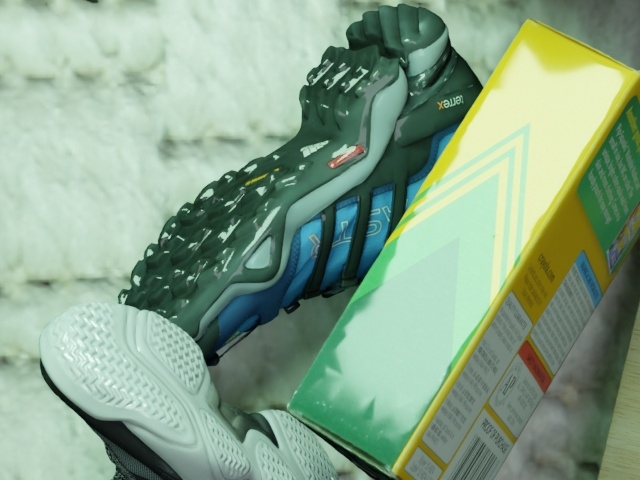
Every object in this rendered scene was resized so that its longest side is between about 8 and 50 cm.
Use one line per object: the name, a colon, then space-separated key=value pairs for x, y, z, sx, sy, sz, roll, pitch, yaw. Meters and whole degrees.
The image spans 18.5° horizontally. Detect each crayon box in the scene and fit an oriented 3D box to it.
crayon box: x=0.119 y=0.007 z=1.207 sx=0.083 sy=0.203 sz=0.323 roll=30 pitch=82 yaw=22

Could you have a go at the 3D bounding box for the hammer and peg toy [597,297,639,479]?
hammer and peg toy: x=0.367 y=0.139 z=1.263 sx=0.361 sy=0.127 sz=0.266 roll=14 pitch=89 yaw=10

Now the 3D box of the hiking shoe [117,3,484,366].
hiking shoe: x=0.000 y=0.000 z=1.219 sx=0.304 sy=0.113 sz=0.132 roll=-47 pitch=116 yaw=-3

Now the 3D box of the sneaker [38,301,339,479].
sneaker: x=-0.106 y=0.142 z=1.151 sx=0.153 sy=0.101 sz=0.268 roll=-34 pitch=138 yaw=16
